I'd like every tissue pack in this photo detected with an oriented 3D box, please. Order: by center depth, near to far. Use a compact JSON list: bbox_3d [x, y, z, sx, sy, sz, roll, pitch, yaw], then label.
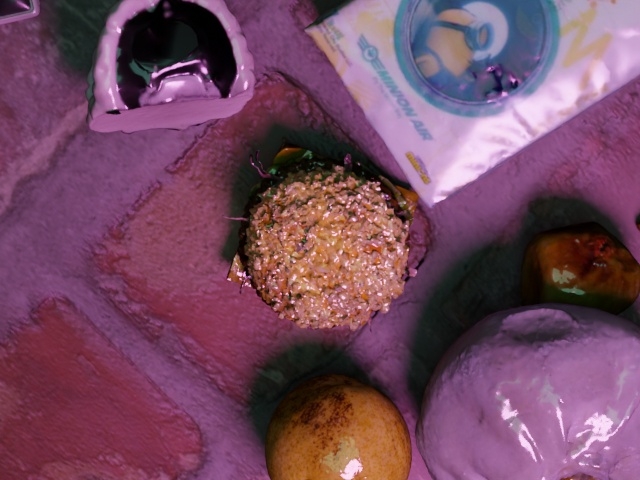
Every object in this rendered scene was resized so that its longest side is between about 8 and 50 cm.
[{"bbox_3d":[0.223,-0.257,1.584,0.388,0.162,0.287,-33,97,13],"label":"tissue pack"}]

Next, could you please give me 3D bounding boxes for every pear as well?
[{"bbox_3d":[0.021,0.264,1.665,0.197,0.197,0.197,0,99,2],"label":"pear"}]

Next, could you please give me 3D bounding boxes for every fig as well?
[{"bbox_3d":[0.324,0.056,1.661,0.154,0.144,0.166,20,111,-38],"label":"fig"}]

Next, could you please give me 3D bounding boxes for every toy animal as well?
[{"bbox_3d":[-0.197,-0.226,1.606,0.208,0.204,0.156,-8,84,-15],"label":"toy animal"}]

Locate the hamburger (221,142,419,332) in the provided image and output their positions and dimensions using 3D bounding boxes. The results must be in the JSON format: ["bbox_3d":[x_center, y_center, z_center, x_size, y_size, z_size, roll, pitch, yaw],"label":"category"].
[{"bbox_3d":[0.000,0.000,1.657,0.261,0.139,0.243,19,100,-2],"label":"hamburger"}]

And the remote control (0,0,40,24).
[{"bbox_3d":[-0.499,-0.302,1.686,0.261,0.029,0.067,-11,98,4],"label":"remote control"}]

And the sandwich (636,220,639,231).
[{"bbox_3d":[0.482,-0.010,1.687,0.105,0.036,0.093,-34,95,6],"label":"sandwich"}]

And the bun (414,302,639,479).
[{"bbox_3d":[0.287,0.239,1.603,0.354,0.194,0.354,0,129,0],"label":"bun"}]
